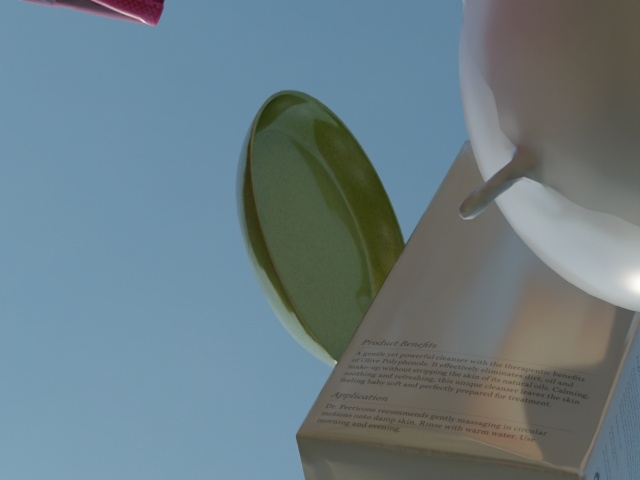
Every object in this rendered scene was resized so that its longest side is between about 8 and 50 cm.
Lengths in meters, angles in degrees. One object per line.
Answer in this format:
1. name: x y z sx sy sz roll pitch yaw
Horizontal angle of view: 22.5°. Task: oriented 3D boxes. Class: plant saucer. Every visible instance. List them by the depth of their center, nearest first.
1. plant saucer: 0.000 0.000 1.265 0.037 0.241 0.241 -20 -106 25

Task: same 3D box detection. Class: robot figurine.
1. robot figurine: 0.208 -0.076 0.649 0.200 0.353 0.300 98 -19 -43

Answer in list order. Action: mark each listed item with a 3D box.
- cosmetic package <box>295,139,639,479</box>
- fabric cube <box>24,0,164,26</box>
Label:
1. cosmetic package: 0.145 0.085 1.137 0.197 0.365 0.155 6 -54 24
2. fabric cube: -0.159 -0.249 0.579 0.259 0.254 0.258 23 -87 63
